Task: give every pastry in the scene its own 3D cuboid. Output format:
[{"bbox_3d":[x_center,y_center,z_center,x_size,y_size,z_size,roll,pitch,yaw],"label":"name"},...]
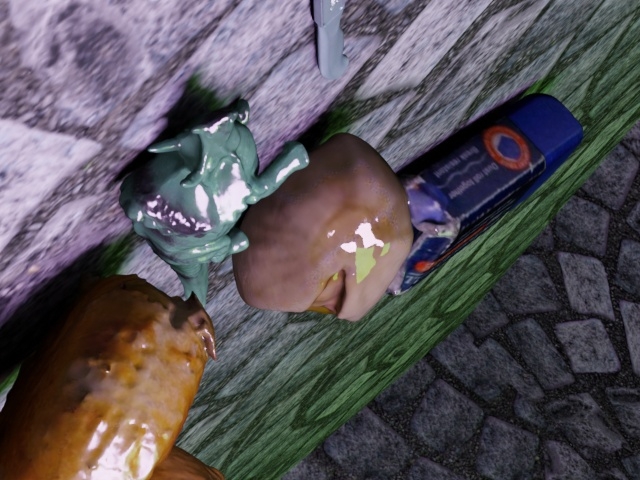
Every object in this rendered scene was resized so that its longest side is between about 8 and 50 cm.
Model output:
[{"bbox_3d":[-0.164,0.118,1.010,0.229,0.100,0.218,-53,-163,18],"label":"pastry"}]

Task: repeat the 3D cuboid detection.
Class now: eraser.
[{"bbox_3d":[0.175,-0.059,1.719,0.332,0.101,0.155,-33,166,-42],"label":"eraser"}]

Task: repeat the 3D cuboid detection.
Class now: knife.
[{"bbox_3d":[0.007,-0.151,0.969,0.028,0.015,0.210,-35,168,-7],"label":"knife"}]

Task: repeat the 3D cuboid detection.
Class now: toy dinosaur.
[{"bbox_3d":[-0.075,-0.027,0.997,0.120,0.079,0.292,-36,166,-9],"label":"toy dinosaur"}]

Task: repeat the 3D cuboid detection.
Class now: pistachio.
[{"bbox_3d":[0.000,0.000,1.220,0.238,0.138,0.153,122,-16,-57],"label":"pistachio"}]

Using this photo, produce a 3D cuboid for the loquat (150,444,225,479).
[{"bbox_3d":[-0.192,0.336,1.321,0.328,0.328,0.328,-42,169,-10],"label":"loquat"}]
